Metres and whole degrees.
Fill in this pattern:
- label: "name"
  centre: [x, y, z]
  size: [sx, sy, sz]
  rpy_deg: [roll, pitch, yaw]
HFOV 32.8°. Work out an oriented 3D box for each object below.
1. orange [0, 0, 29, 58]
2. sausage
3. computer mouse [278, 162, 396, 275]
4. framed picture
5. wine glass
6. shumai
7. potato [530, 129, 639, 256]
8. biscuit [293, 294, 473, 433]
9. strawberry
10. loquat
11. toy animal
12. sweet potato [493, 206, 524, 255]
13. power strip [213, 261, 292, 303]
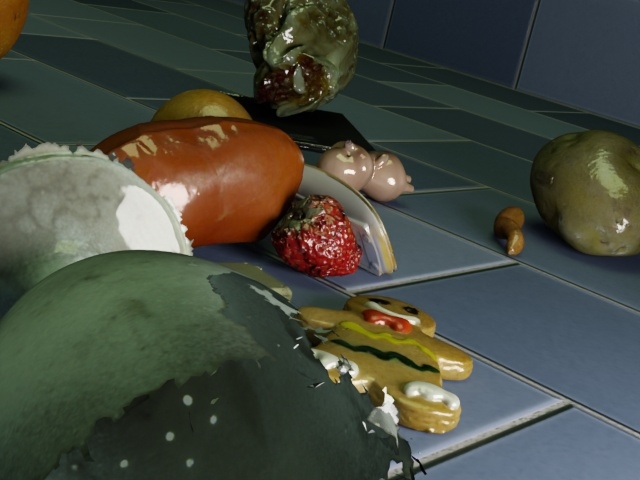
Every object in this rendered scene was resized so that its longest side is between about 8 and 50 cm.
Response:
- label: "orange"
  centre: [-0.548, -0.361, 1.572]
  size: [0.246, 0.246, 0.246]
  rpy_deg: [12, 16, -3]
- label: "sausage"
  centre: [-0.127, -0.058, 1.066]
  size: [0.258, 0.133, 0.133]
  rpy_deg: [-10, 27, -39]
- label: "computer mouse"
  centre: [0.009, -0.028, 1.168]
  size: [0.199, 0.102, 0.045]
  rpy_deg: [25, 59, 39]
- label: "framed picture"
  centre: [-0.054, -0.197, 1.829]
  size: [0.255, 0.014, 0.339]
  rpy_deg: [9, 16, -13]
- label: "wine glass"
  centre: [-0.097, 0.078, 0.547]
  size: [0.190, 0.190, 0.357]
  rpy_deg: [4, 15, -28]
- label: "shumai"
  centre: [-0.027, -0.313, 1.853]
  size: [0.189, 0.256, 0.218]
  rpy_deg: [-17, 41, 13]
- label: "potato"
  centre: [0.377, -0.061, 1.462]
  size: [0.177, 0.160, 0.235]
  rpy_deg: [-9, 28, 9]
- label: "biscuit"
  centre: [0.052, 0.086, 0.904]
  size: [0.158, 0.035, 0.240]
  rpy_deg: [16, 16, 3]
- label: "strawberry"
  centre: [0.000, 0.000, 1.080]
  size: [0.096, 0.083, 0.083]
  rpy_deg: [32, 8, -23]
- label: "loquat"
  centre: [-0.133, -0.102, 1.213]
  size: [0.141, 0.141, 0.141]
  rpy_deg: [12, 16, -3]
- label: "toy animal"
  centre: [0.056, -0.086, 1.436]
  size: [0.150, 0.089, 0.083]
  rpy_deg: [3, -4, -20]
- label: "sweet potato"
  centre: [0.245, -0.018, 1.410]
  size: [0.044, 0.044, 0.179]
  rpy_deg: [15, 15, 7]
- label: "power strip"
  centre: [-0.108, 0.042, 0.936]
  size: [0.169, 0.028, 0.076]
  rpy_deg: [1, 20, -41]
